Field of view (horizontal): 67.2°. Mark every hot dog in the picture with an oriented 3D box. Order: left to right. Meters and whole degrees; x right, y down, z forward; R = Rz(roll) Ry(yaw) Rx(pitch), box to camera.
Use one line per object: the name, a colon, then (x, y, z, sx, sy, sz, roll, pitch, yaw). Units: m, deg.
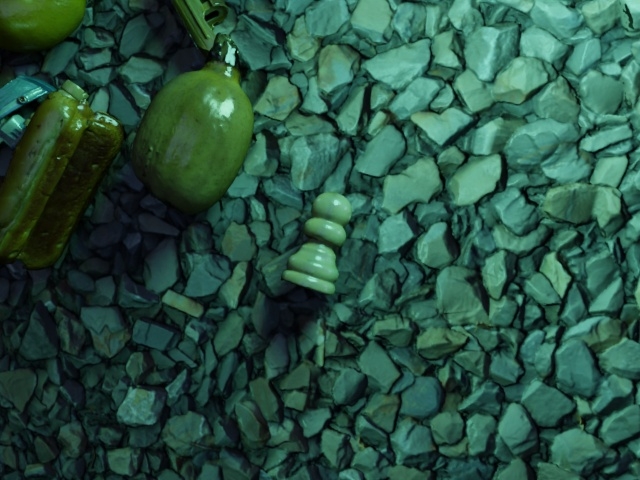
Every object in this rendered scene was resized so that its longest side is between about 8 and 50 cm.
hot dog: (-0.505, -0.107, 0.892, 0.117, 0.158, 0.349, 35, 99, 29)

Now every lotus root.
lotus root: (-0.204, -0.199, 0.826, 0.182, 0.183, 0.310, 25, 91, 11)

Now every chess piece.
chess piece: (-0.508, -0.250, 0.933, 0.066, 0.066, 0.122, 31, 79, 11)
chess piece: (0.000, 0.000, 0.817, 0.094, 0.094, 0.171, 16, 87, 11)

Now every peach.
peach: (-0.568, -0.483, 0.916, 0.250, 0.153, 0.252, 0, 92, 8)

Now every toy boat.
toy boat: (-0.612, -0.238, 0.960, 0.215, 0.088, 0.102, -38, 116, 7)
toy boat: (-0.222, -0.432, 0.888, 0.087, 0.068, 0.226, -30, 82, 0)
